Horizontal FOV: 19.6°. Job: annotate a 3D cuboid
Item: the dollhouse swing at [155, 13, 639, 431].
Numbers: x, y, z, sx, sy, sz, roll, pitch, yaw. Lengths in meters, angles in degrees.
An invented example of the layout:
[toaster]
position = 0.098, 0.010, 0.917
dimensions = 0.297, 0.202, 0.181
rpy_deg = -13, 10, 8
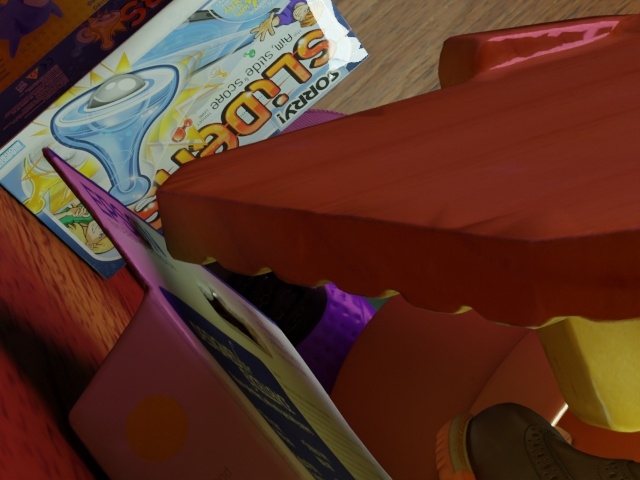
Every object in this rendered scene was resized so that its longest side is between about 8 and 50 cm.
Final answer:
[dollhouse swing]
position = 0.162, 0.051, 0.730
dimensions = 0.347, 0.305, 0.315
rpy_deg = 9, -52, 54

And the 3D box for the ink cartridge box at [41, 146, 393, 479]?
[ink cartridge box]
position = 0.011, 0.131, 0.736
dimensions = 0.307, 0.072, 0.303
rpy_deg = 47, 0, 22

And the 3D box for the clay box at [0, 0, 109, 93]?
[clay box]
position = -0.192, -0.153, 1.082
dimensions = 0.222, 0.127, 0.053
rpy_deg = 50, -1, -22

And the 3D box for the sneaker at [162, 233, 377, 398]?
[sneaker]
position = -0.065, 0.022, 1.284
dimensions = 0.293, 0.102, 0.146
rpy_deg = 42, -1, 3

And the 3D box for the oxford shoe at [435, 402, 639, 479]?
[oxford shoe]
position = 0.158, 0.149, 0.772
dimensions = 0.130, 0.132, 0.364
rpy_deg = 49, 0, -28

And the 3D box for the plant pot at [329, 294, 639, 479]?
[plant pot]
position = 0.139, 0.141, 1.242
dimensions = 0.203, 0.291, 0.291
rpy_deg = 26, -16, 42

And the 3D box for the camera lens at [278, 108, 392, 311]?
[camera lens]
position = 0.000, 0.000, 1.606
dimensions = 0.219, 0.219, 0.274
rpy_deg = 49, 0, -11

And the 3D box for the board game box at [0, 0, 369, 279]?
[board game box]
position = -0.082, -0.082, 1.020
dimensions = 0.035, 0.201, 0.136
rpy_deg = 49, 1, 38
